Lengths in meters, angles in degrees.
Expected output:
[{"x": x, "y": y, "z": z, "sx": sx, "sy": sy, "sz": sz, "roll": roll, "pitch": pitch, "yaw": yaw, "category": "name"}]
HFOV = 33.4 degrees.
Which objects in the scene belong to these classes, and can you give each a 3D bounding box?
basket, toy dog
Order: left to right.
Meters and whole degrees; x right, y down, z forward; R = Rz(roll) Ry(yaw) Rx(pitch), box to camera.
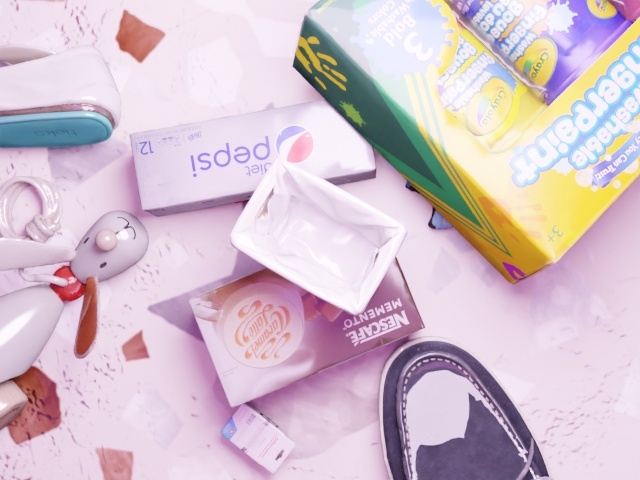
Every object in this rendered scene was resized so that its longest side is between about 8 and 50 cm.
[{"x": -0.364, "y": 0.087, "z": 1.269, "sx": 0.220, "sy": 0.161, "sz": 0.333, "roll": 27, "pitch": 89, "yaw": 3, "category": "toy dog"}, {"x": 0.000, "y": 0.000, "z": 1.186, "sx": 0.167, "sy": 0.103, "sz": 0.113, "roll": 30, "pitch": 86, "yaw": 7, "category": "basket"}]

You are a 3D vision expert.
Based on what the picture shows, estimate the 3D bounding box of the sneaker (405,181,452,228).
[{"x": 0.134, "y": -0.088, "z": 1.300, "sx": 0.073, "sy": 0.063, "sz": 0.162, "roll": -19, "pitch": 87, "yaw": 5, "category": "sneaker"}]

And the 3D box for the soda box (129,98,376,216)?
[{"x": -0.078, "y": -0.101, "z": 1.296, "sx": 0.286, "sy": 0.091, "sz": 0.098, "roll": -10, "pitch": 86, "yaw": 2, "category": "soda box"}]

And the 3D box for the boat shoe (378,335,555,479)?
[{"x": 0.195, "y": 0.333, "z": 1.195, "sx": 0.187, "sy": 0.156, "sz": 0.500, "roll": -15, "pitch": 69, "yaw": -3, "category": "boat shoe"}]

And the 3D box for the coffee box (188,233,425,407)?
[{"x": -0.014, "y": 0.087, "z": 1.281, "sx": 0.246, "sy": 0.098, "sz": 0.141, "roll": -22, "pitch": 86, "yaw": 2, "category": "coffee box"}]

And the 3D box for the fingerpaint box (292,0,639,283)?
[{"x": 0.256, "y": -0.239, "z": 1.204, "sx": 0.445, "sy": 0.163, "sz": 0.371, "roll": -43, "pitch": 86, "yaw": -12, "category": "fingerpaint box"}]

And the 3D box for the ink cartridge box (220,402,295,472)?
[{"x": -0.076, "y": 0.242, "z": 1.314, "sx": 0.083, "sy": 0.028, "sz": 0.048, "roll": 38, "pitch": 90, "yaw": 4, "category": "ink cartridge box"}]

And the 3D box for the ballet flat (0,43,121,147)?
[{"x": -0.445, "y": -0.171, "z": 1.314, "sx": 0.400, "sy": 0.139, "sz": 0.139, "roll": -6, "pitch": 87, "yaw": -1, "category": "ballet flat"}]
